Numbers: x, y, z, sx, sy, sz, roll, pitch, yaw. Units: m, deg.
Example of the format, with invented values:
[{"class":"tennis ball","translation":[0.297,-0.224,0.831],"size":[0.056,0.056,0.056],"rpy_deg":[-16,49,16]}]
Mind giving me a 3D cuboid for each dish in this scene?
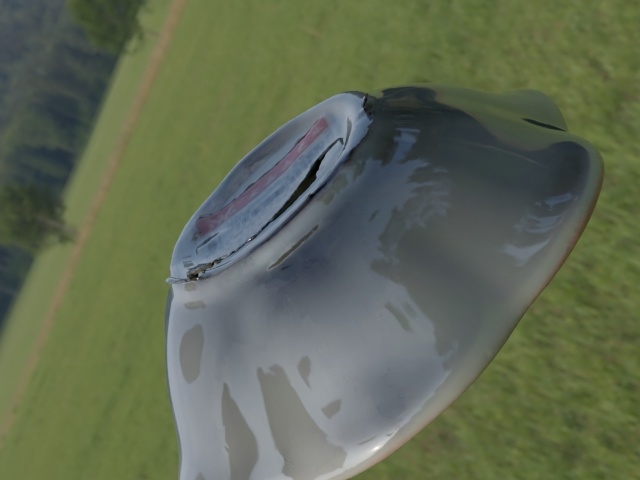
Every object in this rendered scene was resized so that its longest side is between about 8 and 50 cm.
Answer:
[{"class":"dish","translation":[0.000,0.000,0.596],"size":[0.229,0.081,0.229],"rpy_deg":[-39,20,17]}]
